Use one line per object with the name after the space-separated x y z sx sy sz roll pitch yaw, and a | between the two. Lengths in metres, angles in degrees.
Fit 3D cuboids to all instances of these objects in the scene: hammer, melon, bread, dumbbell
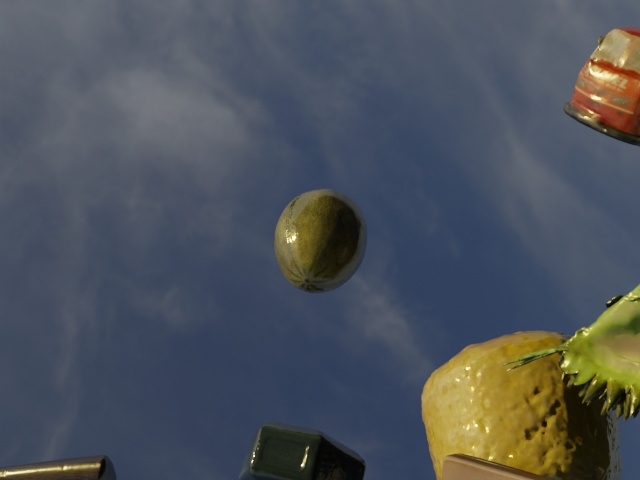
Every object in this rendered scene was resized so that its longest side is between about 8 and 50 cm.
-0.475 0.354 1.308 0.242 0.409 0.095 63 -156 -43 | hammer
0.000 0.000 0.927 0.098 0.098 0.130 33 -147 -8 | melon
0.193 0.175 0.834 0.197 0.197 0.170 9 -124 -23 | bread
-0.054 0.387 1.046 0.160 0.144 0.325 35 -121 -32 | dumbbell

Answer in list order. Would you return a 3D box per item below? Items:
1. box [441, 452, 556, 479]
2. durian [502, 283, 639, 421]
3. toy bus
0.138 0.193 0.666 0.025 0.115 0.048 6 -94 -37 | box
0.320 0.038 0.642 0.169 0.355 0.157 43 -138 2 | durian
0.255 -0.109 0.634 0.174 0.077 0.079 -5 -147 -37 | toy bus
